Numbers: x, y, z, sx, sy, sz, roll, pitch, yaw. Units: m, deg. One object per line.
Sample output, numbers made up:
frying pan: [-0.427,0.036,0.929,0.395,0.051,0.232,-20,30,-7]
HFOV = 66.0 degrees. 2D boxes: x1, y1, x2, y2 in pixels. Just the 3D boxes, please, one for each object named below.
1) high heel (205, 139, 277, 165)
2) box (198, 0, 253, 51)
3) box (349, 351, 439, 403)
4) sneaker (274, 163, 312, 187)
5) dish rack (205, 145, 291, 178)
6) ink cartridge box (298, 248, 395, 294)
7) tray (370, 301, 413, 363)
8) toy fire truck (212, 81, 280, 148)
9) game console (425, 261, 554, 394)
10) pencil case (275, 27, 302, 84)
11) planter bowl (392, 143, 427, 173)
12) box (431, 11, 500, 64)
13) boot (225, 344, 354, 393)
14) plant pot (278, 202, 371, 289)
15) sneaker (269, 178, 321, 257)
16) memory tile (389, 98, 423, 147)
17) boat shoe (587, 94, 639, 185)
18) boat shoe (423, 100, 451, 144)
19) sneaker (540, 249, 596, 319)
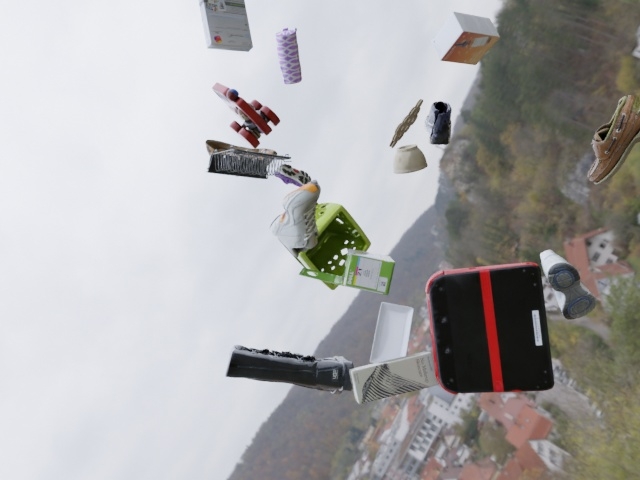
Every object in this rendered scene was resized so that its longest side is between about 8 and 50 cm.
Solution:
high heel: [-0.294,-0.323,1.792,0.186,0.261,0.093,41,-127,-35]
box: [-0.295,-0.688,1.531,0.145,0.186,0.038,-11,-2,-35]
box: [0.240,0.452,1.631,0.094,0.275,0.113,97,159,-78]
sneaker: [-0.102,-0.239,1.898,0.071,0.170,0.068,-31,42,44]
dish rack: [-0.220,-0.238,1.524,0.208,0.271,0.074,2,-86,-29]
ink cartridge box: [0.075,0.074,1.434,0.189,0.255,0.097,-56,-22,-86]
tray: [0.307,0.406,2.109,0.030,0.145,0.270,71,-149,-64]
toy fire truck: [-0.330,-0.549,2.098,0.169,0.302,0.254,-47,-51,-1]
game console: [0.509,0.273,1.506,0.060,0.342,0.387,-5,-91,-78]
pencil case: [-0.123,-0.716,1.920,0.088,0.086,0.206,-109,11,-54]
planter bowl: [0.410,-0.384,2.291,0.162,0.162,0.109,-41,-57,-55]
box: [0.486,-0.676,1.658,0.170,0.091,0.130,-6,-24,-28]
boot: [-0.127,0.490,1.863,0.367,0.445,0.146,114,160,-69]
plant pot: [0.000,0.000,1.726,0.227,0.207,0.228,-49,-51,-12]
sneaker: [-0.037,-0.048,1.216,0.099,0.121,0.262,-31,-12,-27]
memory tile: [0.262,-0.358,1.511,0.148,0.012,0.113,-51,-13,-18]
boat shoe: [0.816,-0.282,1.378,0.307,0.104,0.111,96,-162,-55]
boat shoe: [0.527,-0.547,2.177,0.340,0.127,0.158,-81,-8,-59]
sneaker: [0.796,0.141,1.592,0.111,0.297,0.129,-26,33,17]
